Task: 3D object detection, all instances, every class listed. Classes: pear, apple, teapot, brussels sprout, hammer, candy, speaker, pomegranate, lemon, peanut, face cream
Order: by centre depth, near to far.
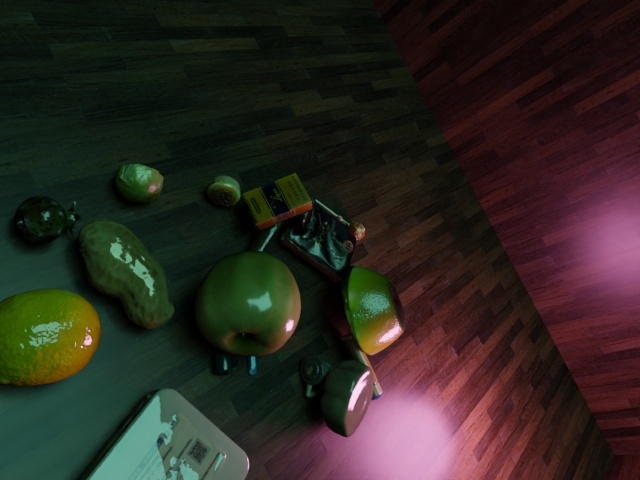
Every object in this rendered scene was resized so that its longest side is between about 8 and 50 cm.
[{"bbox_3d":[-0.726,0.248,1.317,0.320,0.245,0.245,0,69,-45],"label":"lemon"},{"bbox_3d":[-0.792,-0.056,1.486,0.169,0.148,0.148,5,67,-39],"label":"pomegranate"},{"bbox_3d":[-0.595,0.103,1.563,0.387,0.170,0.192,54,50,-8],"label":"peanut"},{"bbox_3d":[-0.244,0.210,1.715,0.357,0.357,0.357,20,57,-34],"label":"apple"},{"bbox_3d":[-0.610,-0.184,1.715,0.152,0.149,0.122,3,80,0],"label":"brussels sprout"},{"bbox_3d":[-0.324,0.421,1.739,0.094,0.060,0.075,55,29,-62],"label":"speaker"},{"bbox_3d":[-0.003,0.513,1.939,0.108,0.111,0.149,21,51,-49],"label":"teapot"},{"bbox_3d":[-0.220,-0.010,1.992,0.243,0.095,0.408,23,63,12],"label":"hammer"},{"bbox_3d":[0.171,0.518,2.080,0.067,0.139,0.285,-23,86,-12],"label":"face cream"},{"bbox_3d":[0.240,0.276,2.120,0.399,0.165,0.398,-18,90,-72],"label":"pear"},{"bbox_3d":[0.091,-0.105,2.373,0.288,0.078,0.084,38,51,-12],"label":"candy"}]

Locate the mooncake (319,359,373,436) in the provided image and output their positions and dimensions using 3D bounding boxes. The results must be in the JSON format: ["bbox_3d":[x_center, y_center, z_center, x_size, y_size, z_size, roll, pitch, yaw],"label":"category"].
[{"bbox_3d":[0.099,0.587,1.918,0.275,0.135,0.274,-27,122,-55],"label":"mooncake"}]

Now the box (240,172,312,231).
[{"bbox_3d":[-0.170,-0.149,1.980,0.237,0.070,0.152,-22,65,-13],"label":"box"}]

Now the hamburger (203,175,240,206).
[{"bbox_3d":[-0.374,-0.186,1.940,0.141,0.127,0.081,39,38,-27],"label":"hamburger"}]

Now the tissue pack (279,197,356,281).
[{"bbox_3d":[0.000,0.000,2.186,0.332,0.123,0.245,38,48,-22],"label":"tissue pack"}]

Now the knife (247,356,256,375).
[{"bbox_3d":[-0.256,0.341,1.855,0.044,0.026,0.296,11,65,-35],"label":"knife"}]

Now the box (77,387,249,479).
[{"bbox_3d":[-0.441,0.681,1.455,0.396,0.111,0.396,48,45,-12],"label":"box"}]
